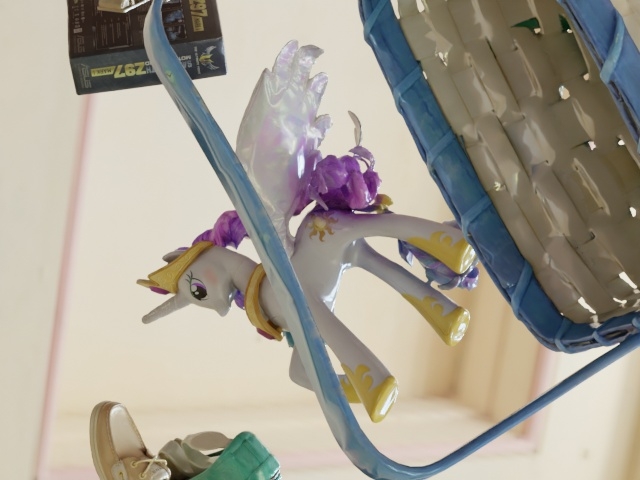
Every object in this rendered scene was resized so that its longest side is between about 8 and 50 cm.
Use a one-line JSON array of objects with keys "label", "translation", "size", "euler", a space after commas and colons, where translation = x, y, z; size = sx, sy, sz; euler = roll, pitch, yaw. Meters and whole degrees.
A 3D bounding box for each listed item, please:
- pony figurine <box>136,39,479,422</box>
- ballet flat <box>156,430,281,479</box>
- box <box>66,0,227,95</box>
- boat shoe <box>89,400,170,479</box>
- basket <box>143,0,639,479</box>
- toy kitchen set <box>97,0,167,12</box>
[{"label": "pony figurine", "translation": [0.000, 0.000, 1.863], "size": [0.363, 0.351, 0.303], "euler": [25, 170, 28]}, {"label": "ballet flat", "translation": [-0.141, 0.264, 1.936], "size": [0.247, 0.087, 0.083], "euler": [-24, -170, 48]}, {"label": "box", "translation": [-0.215, -0.270, 2.030], "size": [0.183, 0.059, 0.233], "euler": [-9, -141, -4]}, {"label": "boat shoe", "translation": [-0.170, 0.231, 1.596], "size": [0.059, 0.170, 0.063], "euler": [-16, -177, 34]}, {"label": "basket", "translation": [0.091, -0.049, 0.785], "size": [0.289, 0.255, 0.201], "euler": [-21, 171, -25]}, {"label": "toy kitchen set", "translation": [-0.176, -0.251, 1.493], "size": [0.083, 0.075, 0.068], "euler": [11, -150, 27]}]
